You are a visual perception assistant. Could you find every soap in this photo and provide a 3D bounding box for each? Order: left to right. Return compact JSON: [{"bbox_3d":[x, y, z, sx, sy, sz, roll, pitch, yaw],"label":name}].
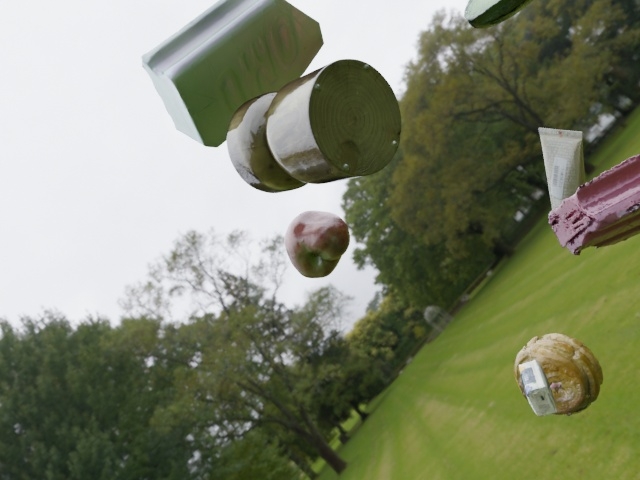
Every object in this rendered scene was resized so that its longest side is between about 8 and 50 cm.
[{"bbox_3d":[-0.156,-0.357,1.214,0.347,0.115,0.208,-45,-32,-19],"label":"soap"},{"bbox_3d":[0.611,-0.070,1.252,0.289,0.112,0.182,-27,-31,5],"label":"soap"}]

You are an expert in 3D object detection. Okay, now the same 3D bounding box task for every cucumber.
[{"bbox_3d":[0.343,-0.435,1.019,0.244,0.063,0.115,-39,35,13],"label":"cucumber"}]

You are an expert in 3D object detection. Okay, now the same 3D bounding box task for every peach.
[{"bbox_3d":[0.000,0.000,1.404,0.152,0.152,0.152,-46,-9,-9],"label":"peach"}]

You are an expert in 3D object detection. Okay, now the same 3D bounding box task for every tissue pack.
[{"bbox_3d":[0.381,0.259,1.087,0.042,0.062,0.083,-25,19,18],"label":"tissue pack"}]

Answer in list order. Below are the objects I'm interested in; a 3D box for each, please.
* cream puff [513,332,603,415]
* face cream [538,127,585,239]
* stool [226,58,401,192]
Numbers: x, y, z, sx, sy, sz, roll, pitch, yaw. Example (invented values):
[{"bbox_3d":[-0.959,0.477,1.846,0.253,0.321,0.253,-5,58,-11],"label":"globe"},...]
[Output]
[{"bbox_3d":[0.508,0.281,1.315,0.129,0.189,0.189,-42,-10,-49],"label":"cream puff"},{"bbox_3d":[0.687,-0.151,1.731,0.084,0.341,0.137,-30,28,-23],"label":"face cream"},{"bbox_3d":[-0.018,-0.177,1.022,0.179,0.179,0.264,-42,21,-28],"label":"stool"}]
